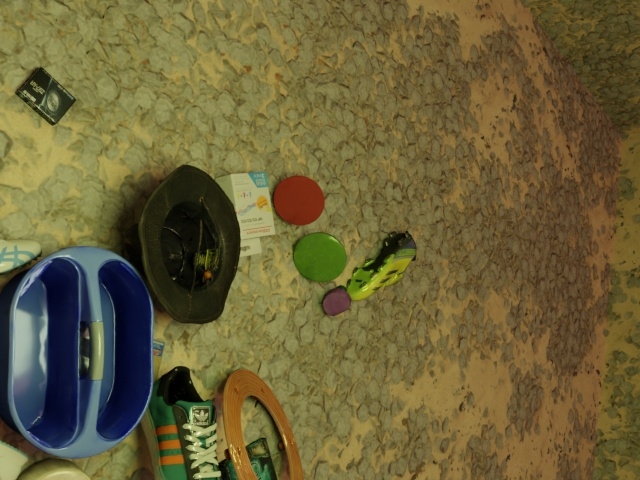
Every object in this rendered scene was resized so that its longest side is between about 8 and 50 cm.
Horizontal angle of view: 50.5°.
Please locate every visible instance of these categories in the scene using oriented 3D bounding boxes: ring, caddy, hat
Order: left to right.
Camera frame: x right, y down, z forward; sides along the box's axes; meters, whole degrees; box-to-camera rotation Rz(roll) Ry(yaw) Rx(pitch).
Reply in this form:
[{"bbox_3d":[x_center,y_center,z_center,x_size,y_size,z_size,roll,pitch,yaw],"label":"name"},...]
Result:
[{"bbox_3d":[-0.404,0.181,1.127,0.241,0.179,0.340,4,81,-43],"label":"caddy"},{"bbox_3d":[-0.285,0.009,1.306,0.331,0.134,0.330,1,90,-68],"label":"hat"},{"bbox_3d":[-0.120,0.426,1.391,0.336,0.032,0.336,-23,90,-78],"label":"ring"}]

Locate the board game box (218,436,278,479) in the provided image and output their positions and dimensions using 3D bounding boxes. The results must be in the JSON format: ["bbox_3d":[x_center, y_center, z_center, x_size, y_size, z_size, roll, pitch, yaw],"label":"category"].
[{"bbox_3d":[-0.144,0.538,1.464,0.126,0.026,0.186,-21,100,-45],"label":"board game box"}]

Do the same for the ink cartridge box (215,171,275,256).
[{"bbox_3d":[-0.162,-0.056,1.500,0.104,0.062,0.181,-11,93,-46],"label":"ink cartridge box"}]

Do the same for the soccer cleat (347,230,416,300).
[{"bbox_3d":[0.175,0.086,1.807,0.289,0.094,0.121,-43,122,-39],"label":"soccer cleat"}]

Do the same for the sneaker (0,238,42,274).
[{"bbox_3d":[-0.555,0.016,1.069,0.237,0.085,0.086,-9,102,-46],"label":"sneaker"}]

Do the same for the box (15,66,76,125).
[{"bbox_3d":[-0.492,-0.259,1.220,0.083,0.018,0.067,47,54,-31],"label":"box"}]

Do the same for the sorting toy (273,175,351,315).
[{"bbox_3d":[0.000,0.000,1.656,0.126,0.127,0.365,-65,138,-67],"label":"sorting toy"}]

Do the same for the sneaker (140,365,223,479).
[{"bbox_3d":[-0.234,0.354,1.205,0.108,0.302,0.121,15,119,-46],"label":"sneaker"}]

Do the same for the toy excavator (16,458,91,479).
[{"bbox_3d":[-0.295,0.576,1.193,0.446,0.222,0.432,-3,90,-34],"label":"toy excavator"}]

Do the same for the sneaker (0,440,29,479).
[{"bbox_3d":[-0.560,0.322,1.025,0.229,0.088,0.092,42,59,-32],"label":"sneaker"}]

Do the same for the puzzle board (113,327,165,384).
[{"bbox_3d":[-0.361,0.226,1.295,0.128,0.011,0.096,26,65,-41],"label":"puzzle board"}]
